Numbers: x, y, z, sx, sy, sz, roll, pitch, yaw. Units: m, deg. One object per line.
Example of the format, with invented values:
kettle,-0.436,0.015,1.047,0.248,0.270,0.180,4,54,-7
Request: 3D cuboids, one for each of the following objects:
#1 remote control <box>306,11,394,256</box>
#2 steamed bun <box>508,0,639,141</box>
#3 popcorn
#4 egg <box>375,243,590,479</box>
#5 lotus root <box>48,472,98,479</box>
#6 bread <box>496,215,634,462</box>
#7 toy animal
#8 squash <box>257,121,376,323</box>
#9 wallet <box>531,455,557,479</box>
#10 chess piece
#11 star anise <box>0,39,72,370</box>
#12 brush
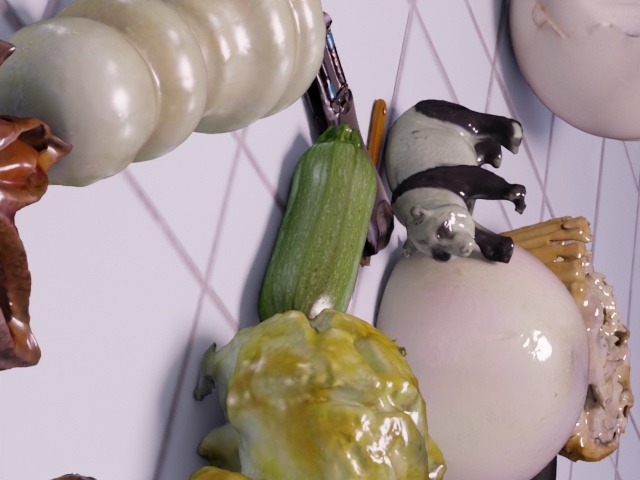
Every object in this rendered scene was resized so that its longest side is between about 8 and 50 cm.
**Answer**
remote control,0.020,-0.087,1.335,0.059,0.028,0.212,-59,134,-57
steamed bun,0.365,-0.246,1.903,0.309,0.309,0.309,-3,90,-68
popcorn,-0.014,0.142,1.074,0.212,0.198,0.198,-40,127,-33
egg,0.165,0.123,1.465,0.206,0.161,0.271,-29,110,-55
lotus root,-0.123,0.190,0.850,0.081,0.112,0.122,-58,141,-43
bread,0.253,0.106,1.721,0.274,0.149,0.274,-6,90,-71
toy animal,0.118,-0.050,1.429,0.225,0.121,0.094,-88,-174,-49
squash,0.000,0.000,1.234,0.077,0.068,0.219,57,36,-42
wallet,0.186,0.360,1.570,0.197,0.051,0.378,81,23,-56
chess piece,-0.105,-0.099,0.934,0.243,0.133,0.133,-40,124,-56
star anise,-0.200,-0.003,0.727,0.214,0.099,0.220,-69,155,-18
brush,0.045,-0.057,1.425,0.043,0.014,0.170,59,34,-52
